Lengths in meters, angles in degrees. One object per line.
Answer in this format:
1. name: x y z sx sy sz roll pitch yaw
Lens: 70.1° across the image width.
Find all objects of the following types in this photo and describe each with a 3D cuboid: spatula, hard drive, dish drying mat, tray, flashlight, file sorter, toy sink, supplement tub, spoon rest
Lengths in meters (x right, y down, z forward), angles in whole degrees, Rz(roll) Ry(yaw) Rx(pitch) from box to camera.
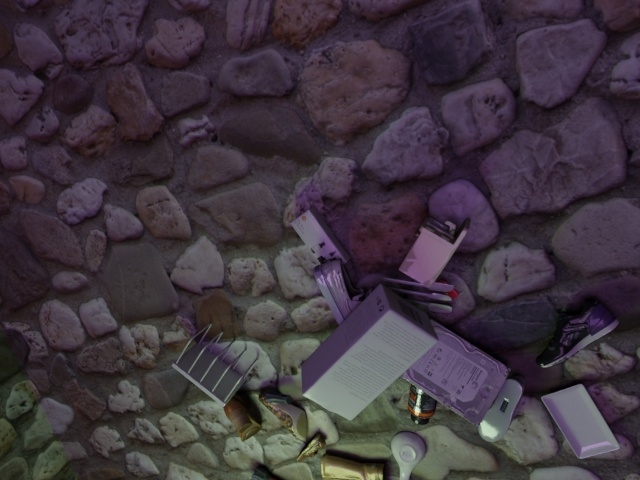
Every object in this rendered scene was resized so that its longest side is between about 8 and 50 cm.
1. spatula: 0.344 0.192 1.615 0.242 0.019 0.168 7 143 18
2. hard drive: 0.459 0.456 1.609 0.339 0.064 0.236 33 84 7
3. dish drying mat: 0.448 0.171 1.615 0.083 0.008 0.032 43 116 2
4. tray: 0.897 0.622 1.580 0.145 0.030 0.270 -31 94 24
5. flashlight: -0.175 1.141 2.078 0.304 0.103 0.103 25 114 10
6. file sorter: -0.436 0.510 1.932 0.278 0.193 0.173 36 112 6
7. toy sink: 0.375 0.010 1.514 0.131 0.153 0.234 31 115 9
8. supplement tub: 0.384 0.589 1.710 0.106 0.106 0.197 9 108 17
9. spoon rest: 0.345 0.904 1.846 0.137 0.084 0.276 9 95 16

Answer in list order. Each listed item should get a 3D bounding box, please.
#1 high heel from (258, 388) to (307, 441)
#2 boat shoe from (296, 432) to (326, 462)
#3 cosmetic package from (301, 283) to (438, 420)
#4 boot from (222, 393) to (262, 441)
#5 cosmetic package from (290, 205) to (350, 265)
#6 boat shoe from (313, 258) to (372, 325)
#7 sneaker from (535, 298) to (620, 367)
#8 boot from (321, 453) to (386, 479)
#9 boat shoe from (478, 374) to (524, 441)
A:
1. high heel: -0.162 0.758 1.984 0.186 0.093 0.261 -6 113 39
2. boat shoe: -0.042 0.912 1.982 0.060 0.064 0.178 40 112 7
3. cosmetic package: 0.157 0.394 1.589 0.230 0.161 0.453 35 109 -20
4. boot: -0.370 0.760 2.020 0.109 0.283 0.220 -36 60 -11
5. cosmetic package: 0.000 0.000 1.693 0.099 0.060 0.239 -35 93 24
6. boat shoe: 0.123 0.222 1.675 0.157 0.136 0.367 -23 106 14
7. sneaker: 0.805 0.299 1.492 0.283 0.107 0.124 -44 74 21
8. boot: 0.145 1.035 1.945 0.270 0.089 0.236 -2 93 19
9. boat shoe: 0.651 0.595 1.629 0.096 0.088 0.267 26 109 36
